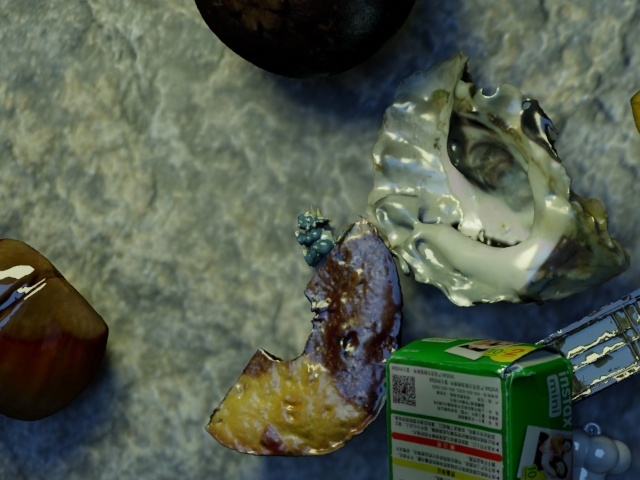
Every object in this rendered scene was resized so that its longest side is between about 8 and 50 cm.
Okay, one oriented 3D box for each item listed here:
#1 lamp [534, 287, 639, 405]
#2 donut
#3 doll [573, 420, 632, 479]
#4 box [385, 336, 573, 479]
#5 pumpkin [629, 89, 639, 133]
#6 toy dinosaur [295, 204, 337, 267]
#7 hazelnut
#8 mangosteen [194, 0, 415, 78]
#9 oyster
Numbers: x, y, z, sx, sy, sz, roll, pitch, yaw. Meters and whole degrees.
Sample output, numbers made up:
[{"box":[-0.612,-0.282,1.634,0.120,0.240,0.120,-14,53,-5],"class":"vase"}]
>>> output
[{"box":[0.359,0.078,0.966,0.325,0.090,0.089,-31,74,12],"class":"lamp"},{"box":[0.024,0.133,1.053,0.151,0.112,0.295,36,97,16],"class":"donut"},{"box":[0.265,0.267,0.980,0.106,0.062,0.162,14,84,15],"class":"doll"},{"box":[0.160,0.223,0.945,0.180,0.103,0.250,2,94,47],"class":"box"},{"box":[0.452,-0.101,0.929,0.163,0.278,0.111,-24,115,-14],"class":"pumpkin"},{"box":[0.000,0.000,1.125,0.047,0.030,0.083,-25,75,15],"class":"toy dinosaur"},{"box":[-0.372,0.116,1.151,0.181,0.181,0.212,-43,81,-13],"class":"hazelnut"},{"box":[-0.013,-0.328,1.072,0.288,0.288,0.288,-3,80,17],"class":"mangosteen"},{"box":[0.177,-0.056,1.021,0.351,0.115,0.238,36,111,34],"class":"oyster"}]
